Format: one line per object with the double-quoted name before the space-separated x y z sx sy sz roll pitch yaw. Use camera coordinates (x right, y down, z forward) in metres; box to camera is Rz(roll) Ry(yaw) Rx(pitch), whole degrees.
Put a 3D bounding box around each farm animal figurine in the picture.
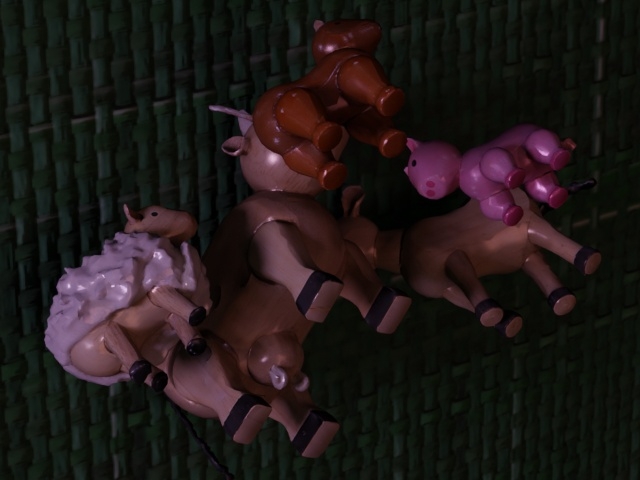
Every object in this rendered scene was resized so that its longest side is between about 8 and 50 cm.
"farm animal figurine" 0.000 0.000 1.330 0.327 0.172 0.330 -48 138 1
